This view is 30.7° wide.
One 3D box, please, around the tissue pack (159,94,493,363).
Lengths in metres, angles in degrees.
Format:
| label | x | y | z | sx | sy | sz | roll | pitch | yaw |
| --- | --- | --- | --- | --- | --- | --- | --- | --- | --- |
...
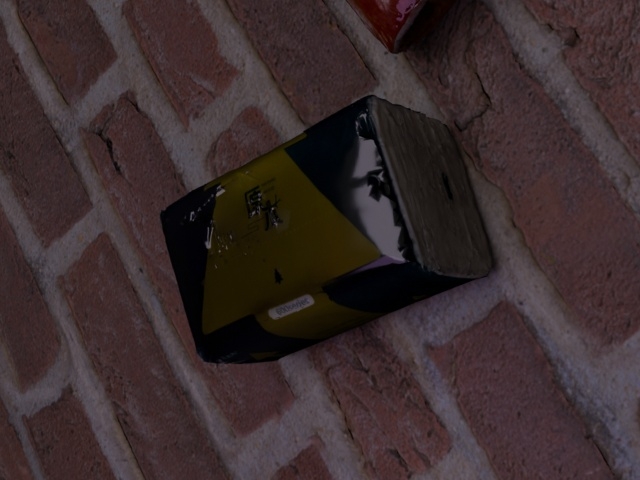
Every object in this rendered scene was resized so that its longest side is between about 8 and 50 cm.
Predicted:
| label | x | y | z | sx | sy | sz | roll | pitch | yaw |
| --- | --- | --- | --- | --- | --- | --- | --- | --- | --- |
| tissue pack | 0.000 | 0.000 | 1.705 | 0.416 | 0.253 | 0.264 | -25 | 72 | 32 |

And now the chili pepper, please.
| label | x | y | z | sx | sy | sz | roll | pitch | yaw |
| --- | --- | --- | --- | --- | --- | --- | --- | --- | --- |
| chili pepper | 0.116 | -0.451 | 1.709 | 0.251 | 0.229 | 0.305 | -41 | 75 | 22 |
